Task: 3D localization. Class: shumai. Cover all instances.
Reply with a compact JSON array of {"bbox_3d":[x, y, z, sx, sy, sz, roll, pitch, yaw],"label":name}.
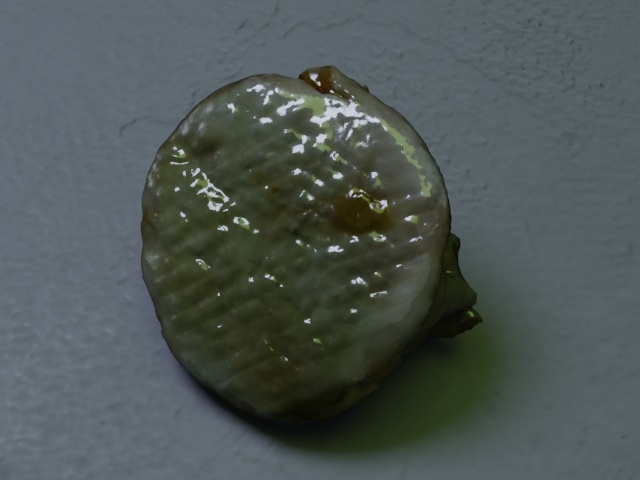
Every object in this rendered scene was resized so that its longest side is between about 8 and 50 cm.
[{"bbox_3d":[0.000,0.000,0.843,0.201,0.120,0.201,1,93,20],"label":"shumai"}]
